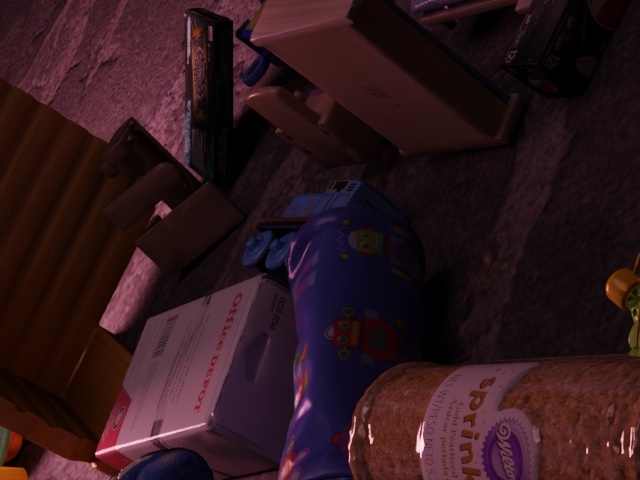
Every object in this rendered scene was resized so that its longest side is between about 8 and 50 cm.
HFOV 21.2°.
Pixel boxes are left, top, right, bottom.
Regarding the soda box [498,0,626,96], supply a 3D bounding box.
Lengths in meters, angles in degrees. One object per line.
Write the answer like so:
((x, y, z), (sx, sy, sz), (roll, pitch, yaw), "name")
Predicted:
((0.218, -0.204, 1.431), (0.060, 0.053, 0.169), (7, 68, 62), "soda box")

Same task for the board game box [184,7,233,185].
((-0.128, -0.166, 1.952), (0.126, 0.026, 0.186), (-143, 52, -66), "board game box")

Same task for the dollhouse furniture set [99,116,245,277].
((-0.159, -0.077, 1.916), (0.123, 0.144, 0.151), (-37, 17, 29), "dollhouse furniture set")

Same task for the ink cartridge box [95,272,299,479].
((-0.098, 0.135, 1.583), (0.218, 0.092, 0.158), (-24, 41, 54), "ink cartridge box")

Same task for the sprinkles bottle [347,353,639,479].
((0.158, 0.130, 1.067), (0.355, 0.121, 0.121), (-10, 53, 58), "sprinkles bottle")

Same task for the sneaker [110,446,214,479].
((-0.137, 0.328, 1.428), (0.147, 0.130, 0.330), (-12, 52, 39), "sneaker")

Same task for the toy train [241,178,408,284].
((0.000, 0.000, 1.581), (0.105, 0.080, 0.184), (-55, 21, -15), "toy train")

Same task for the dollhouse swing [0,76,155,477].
((-0.317, 0.014, 1.827), (0.305, 0.347, 0.315), (-58, 24, -3), "dollhouse swing")

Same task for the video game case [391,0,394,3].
((0.039, -0.200, 1.672), (0.087, 0.122, 0.011), (-35, 54, -24), "video game case")

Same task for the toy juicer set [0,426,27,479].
((-0.415, 0.263, 2.049), (0.209, 0.089, 0.329), (-60, 29, 27), "toy juicer set")

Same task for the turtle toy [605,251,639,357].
((0.234, 0.047, 1.090), (0.130, 0.066, 0.095), (-56, 48, 10), "turtle toy")

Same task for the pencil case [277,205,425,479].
((0.024, 0.116, 1.345), (0.306, 0.119, 0.133), (-86, 9, -45), "pencil case")

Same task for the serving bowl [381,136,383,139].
((0.054, -0.124, 1.671), (0.083, 0.027, 0.083), (-34, 36, 30), "serving bowl")

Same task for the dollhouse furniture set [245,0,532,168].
((0.076, -0.253, 1.544), (0.286, 0.198, 0.303), (-5, 56, 52), "dollhouse furniture set")

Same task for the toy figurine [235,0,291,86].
((-0.058, -0.277, 1.891), (0.217, 0.191, 0.362), (-64, 23, -2), "toy figurine")
